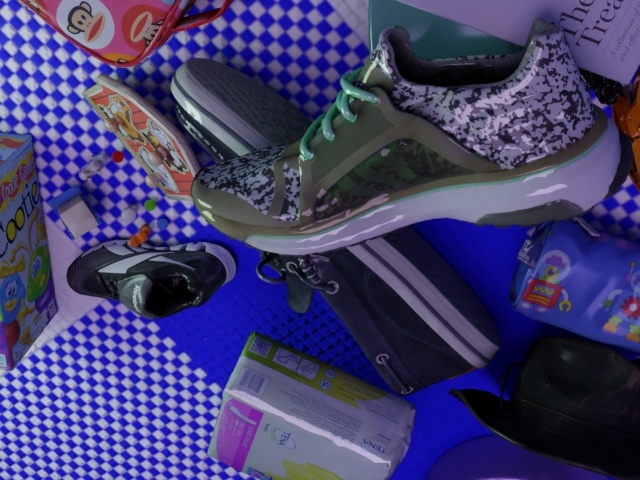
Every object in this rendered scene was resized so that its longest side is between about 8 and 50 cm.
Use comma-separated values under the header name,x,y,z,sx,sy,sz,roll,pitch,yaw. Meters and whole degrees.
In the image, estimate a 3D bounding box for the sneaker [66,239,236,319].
name,x,y,z,sx,sy,sz,roll,pitch,yaw
sneaker,-0.231,0.052,1.393,0.234,0.106,0.078,-2,120,17

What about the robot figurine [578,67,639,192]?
name,x,y,z,sx,sy,sz,roll,pitch,yaw
robot figurine,0.377,-0.154,1.105,0.211,0.085,0.291,-10,119,21

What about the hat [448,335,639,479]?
name,x,y,z,sx,sy,sz,roll,pitch,yaw
hat,0.315,0.184,1.255,0.331,0.331,0.134,22,91,2

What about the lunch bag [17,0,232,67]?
name,x,y,z,sx,sy,sz,roll,pitch,yaw
lunch bag,-0.193,-0.332,1.134,0.258,0.120,0.293,37,123,-9

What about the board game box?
name,x,y,z,sx,sy,sz,roll,pitch,yaw
board game box,-0.448,0.010,1.406,0.144,0.142,0.275,7,123,11

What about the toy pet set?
name,x,y,z,sx,sy,sz,roll,pitch,yaw
toy pet set,-0.276,-0.046,1.388,0.114,0.065,0.122,-32,116,-7

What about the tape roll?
name,x,y,z,sx,sy,sz,roll,pitch,yaw
tape roll,0.267,0.395,1.478,0.274,0.090,0.275,7,122,11

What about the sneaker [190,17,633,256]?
name,x,y,z,sx,sy,sz,roll,pitch,yaw
sneaker,0.059,-0.109,0.981,0.410,0.158,0.182,-9,121,21

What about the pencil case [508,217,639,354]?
name,x,y,z,sx,sy,sz,roll,pitch,yaw
pencil case,0.364,0.059,1.222,0.306,0.119,0.133,18,112,5

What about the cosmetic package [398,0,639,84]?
name,x,y,z,sx,sy,sz,roll,pitch,yaw
cosmetic package,0.209,-0.347,0.880,0.284,0.097,0.377,17,119,-13

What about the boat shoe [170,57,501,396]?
name,x,y,z,sx,sy,sz,roll,pitch,yaw
boat shoe,0.000,0.000,1.248,0.156,0.187,0.500,-39,111,18

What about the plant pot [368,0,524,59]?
name,x,y,z,sx,sy,sz,roll,pitch,yaw
plant pot,0.141,-0.187,1.109,0.165,0.165,0.234,-8,114,20

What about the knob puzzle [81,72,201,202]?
name,x,y,z,sx,sy,sz,roll,pitch,yaw
knob puzzle,-0.201,-0.109,1.259,0.213,0.030,0.213,40,160,18

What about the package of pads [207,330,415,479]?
name,x,y,z,sx,sy,sz,roll,pitch,yaw
package of pads,-0.017,0.248,1.393,0.229,0.101,0.296,24,153,3
